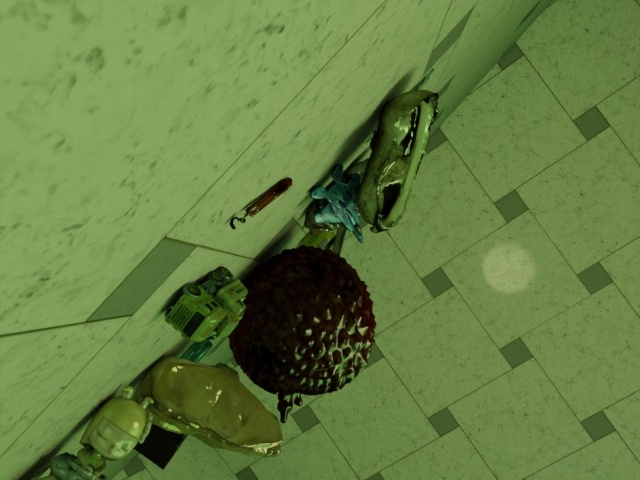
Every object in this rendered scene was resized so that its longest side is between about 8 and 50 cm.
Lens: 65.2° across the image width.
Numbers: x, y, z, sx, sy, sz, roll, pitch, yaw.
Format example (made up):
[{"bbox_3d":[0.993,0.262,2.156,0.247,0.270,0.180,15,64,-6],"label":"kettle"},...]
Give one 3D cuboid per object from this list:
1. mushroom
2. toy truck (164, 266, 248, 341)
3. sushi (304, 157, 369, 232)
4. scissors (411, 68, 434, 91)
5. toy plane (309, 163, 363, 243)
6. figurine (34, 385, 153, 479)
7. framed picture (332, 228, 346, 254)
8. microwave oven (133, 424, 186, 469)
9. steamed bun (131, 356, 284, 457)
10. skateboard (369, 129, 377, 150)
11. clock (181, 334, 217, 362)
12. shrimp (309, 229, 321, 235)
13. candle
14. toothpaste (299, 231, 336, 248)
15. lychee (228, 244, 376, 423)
[{"bbox_3d":[0.170,-0.198,1.208,0.248,0.130,0.343,-29,137,-56],"label":"mushroom"},{"bbox_3d":[-0.207,0.132,0.984,0.085,0.116,0.191,-51,175,19],"label":"toy truck"},{"bbox_3d":[0.096,-0.133,1.433,0.332,0.124,0.130,-42,-179,-28],"label":"sushi"},{"bbox_3d":[0.266,-0.413,1.339,0.119,0.014,0.058,-49,175,-25],"label":"scissors"},{"bbox_3d":[0.061,-0.074,1.291,0.169,0.078,0.246,-48,141,-16],"label":"toy plane"},{"bbox_3d":[-0.517,0.491,1.067,0.275,0.226,0.394,-2,-132,52],"label":"figurine"},{"bbox_3d":[0.086,-0.042,1.960,0.315,0.024,0.231,71,34,-78],"label":"framed picture"},{"bbox_3d":[-0.481,0.547,1.534,0.178,0.188,0.247,-50,174,-46],"label":"microwave oven"},{"bbox_3d":[-0.306,0.428,1.355,0.189,0.428,0.247,-30,-141,41],"label":"steamed bun"},{"bbox_3d":[0.192,-0.303,1.355,0.151,0.067,0.080,-44,166,-1],"label":"skateboard"},{"bbox_3d":[-0.381,0.345,1.577,0.147,0.045,0.108,-48,176,7],"label":"clock"},{"bbox_3d":[0.054,-0.122,1.576,0.267,0.061,0.145,-45,166,1],"label":"shrimp"},{"bbox_3d":[-0.101,-0.068,0.878,0.026,0.021,0.167,-24,-165,46],"label":"candle"},{"bbox_3d":[0.000,0.000,1.929,0.110,0.077,0.327,-49,175,2],"label":"toothpaste"},{"bbox_3d":[-0.058,0.259,1.423,0.424,0.425,0.499,95,12,-82],"label":"lychee"}]
